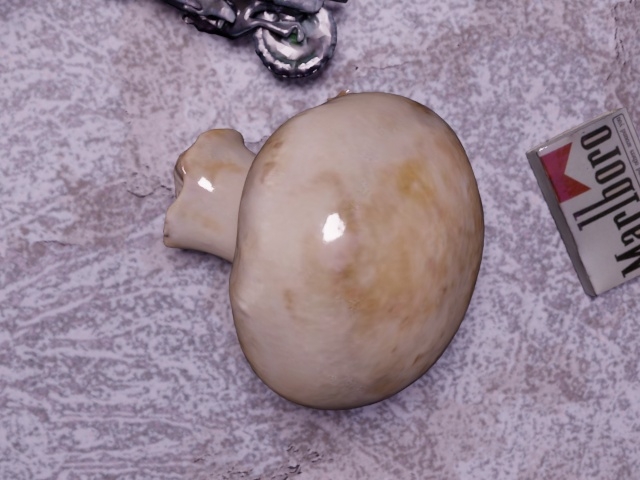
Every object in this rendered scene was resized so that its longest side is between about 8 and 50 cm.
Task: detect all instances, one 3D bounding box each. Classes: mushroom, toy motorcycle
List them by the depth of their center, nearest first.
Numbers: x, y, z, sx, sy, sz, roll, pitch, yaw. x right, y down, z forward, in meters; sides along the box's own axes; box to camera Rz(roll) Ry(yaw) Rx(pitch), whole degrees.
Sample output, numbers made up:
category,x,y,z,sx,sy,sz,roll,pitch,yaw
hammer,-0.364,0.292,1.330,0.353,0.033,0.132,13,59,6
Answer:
category,x,y,z,sx,sy,sz,roll,pitch,yaw
mushroom,0.000,0.000,0.794,0.289,0.297,0.298,17,94,28
toy motorcycle,-0.095,-0.271,0.805,0.270,0.106,0.159,24,98,-6

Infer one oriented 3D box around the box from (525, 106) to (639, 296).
category,x,y,z,sx,sy,sz,roll,pitch,yaw
box,0.311,-0.041,0.919,0.115,0.036,0.178,-26,99,-4
